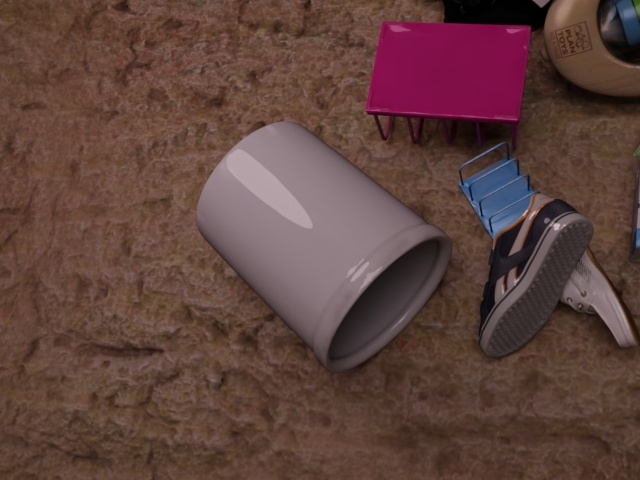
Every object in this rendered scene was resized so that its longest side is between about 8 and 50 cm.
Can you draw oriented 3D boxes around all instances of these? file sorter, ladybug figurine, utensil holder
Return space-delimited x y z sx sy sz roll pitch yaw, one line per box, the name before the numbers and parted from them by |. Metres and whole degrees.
file sorter | 0.360 -0.087 1.509 0.118 0.104 0.170 -29 68 5
ladybug figurine | 0.646 -0.440 1.477 0.449 0.162 0.305 -14 101 21
utensil holder | 0.000 0.000 1.464 0.327 0.327 0.385 -46 66 -2
file sorter | 0.264 -0.303 1.562 0.291 0.182 0.202 6 74 16

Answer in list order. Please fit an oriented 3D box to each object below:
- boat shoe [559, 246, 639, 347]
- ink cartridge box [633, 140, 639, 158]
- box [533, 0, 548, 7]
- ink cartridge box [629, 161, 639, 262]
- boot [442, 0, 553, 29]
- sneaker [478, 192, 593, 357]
boat shoe | 0.488 0.091 1.424 0.096 0.098 0.277 -33 53 16
ink cartridge box | 0.707 -0.160 1.403 0.235 0.056 0.171 31 54 12
box | 0.415 -0.657 1.521 0.168 0.215 0.345 -42 23 38
ink cartridge box | 0.614 -0.056 1.428 0.060 0.104 0.180 6 75 17
boot | 0.362 -0.514 1.590 0.247 0.207 0.094 -6 71 13
sneaker | 0.372 0.063 1.419 0.321 0.126 0.127 -64 35 25
